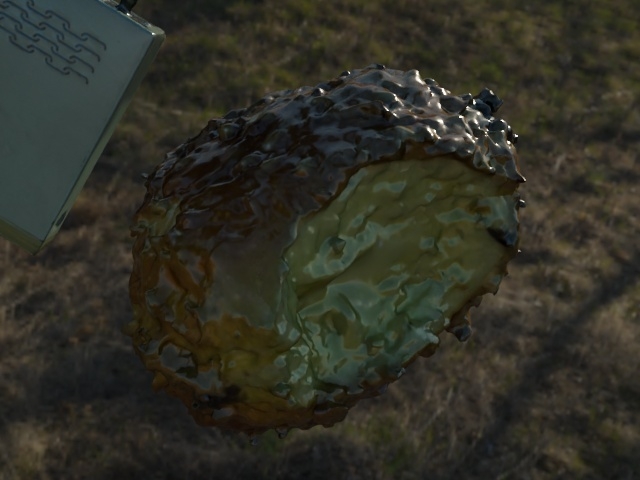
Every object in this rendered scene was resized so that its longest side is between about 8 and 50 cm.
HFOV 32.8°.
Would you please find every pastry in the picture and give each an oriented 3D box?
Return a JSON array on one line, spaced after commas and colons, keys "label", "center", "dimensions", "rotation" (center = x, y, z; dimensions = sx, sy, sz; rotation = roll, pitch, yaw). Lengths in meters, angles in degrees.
[{"label": "pastry", "center": [-0.015, 0.003, 1.030], "dimensions": [0.405, 0.292, 0.337], "rotation": [-39, 31, -18]}]

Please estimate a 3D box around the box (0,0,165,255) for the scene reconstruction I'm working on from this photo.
[{"label": "box", "center": [-0.265, -0.140, 0.761], "dimensions": [0.270, 0.210, 0.045], "rotation": [30, 14, -2]}]
